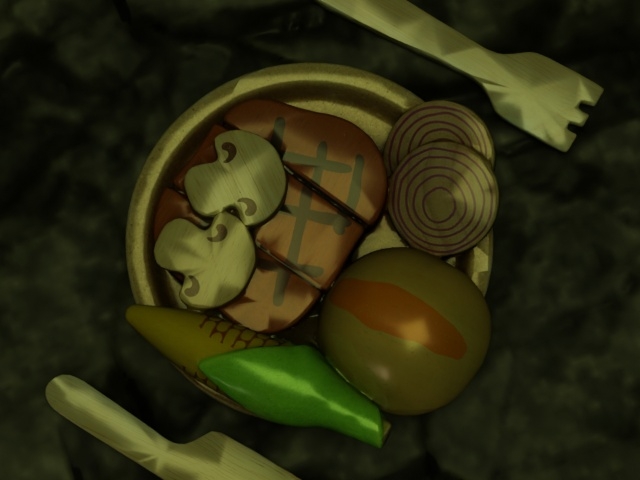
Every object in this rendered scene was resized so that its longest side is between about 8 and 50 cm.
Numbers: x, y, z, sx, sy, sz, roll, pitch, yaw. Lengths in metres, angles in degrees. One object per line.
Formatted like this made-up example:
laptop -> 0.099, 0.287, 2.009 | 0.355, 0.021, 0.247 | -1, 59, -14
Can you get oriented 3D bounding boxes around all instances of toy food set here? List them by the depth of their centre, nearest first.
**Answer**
toy food set -> 0.000, 0.000, 0.609 | 0.132, 0.038, 0.192 | 28, 81, 7
